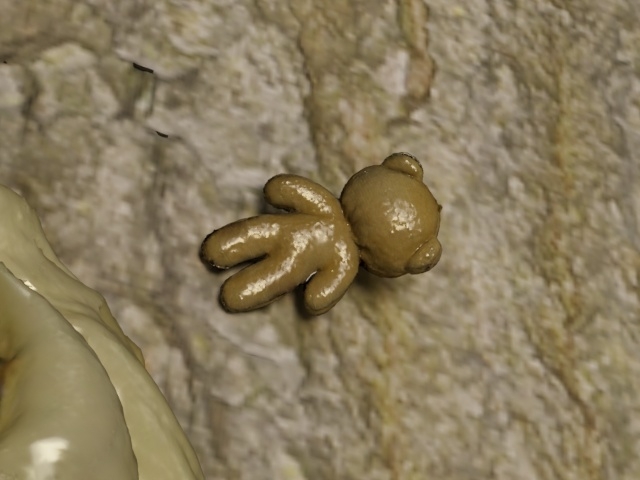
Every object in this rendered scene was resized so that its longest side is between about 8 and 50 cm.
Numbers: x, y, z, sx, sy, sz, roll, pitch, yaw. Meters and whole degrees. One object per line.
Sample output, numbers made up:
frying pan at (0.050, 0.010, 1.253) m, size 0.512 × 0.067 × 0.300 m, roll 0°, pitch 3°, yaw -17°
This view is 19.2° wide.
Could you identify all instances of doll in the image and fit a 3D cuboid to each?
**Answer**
doll at (0.002, -0.003, 0.769) m, size 0.093 × 0.051 × 0.061 m, roll -11°, pitch 72°, yaw -32°

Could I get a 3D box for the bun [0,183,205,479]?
bun at (-0.149, 0.072, 0.570) m, size 0.259 × 0.160 × 0.259 m, roll 13°, pitch 58°, yaw -21°
